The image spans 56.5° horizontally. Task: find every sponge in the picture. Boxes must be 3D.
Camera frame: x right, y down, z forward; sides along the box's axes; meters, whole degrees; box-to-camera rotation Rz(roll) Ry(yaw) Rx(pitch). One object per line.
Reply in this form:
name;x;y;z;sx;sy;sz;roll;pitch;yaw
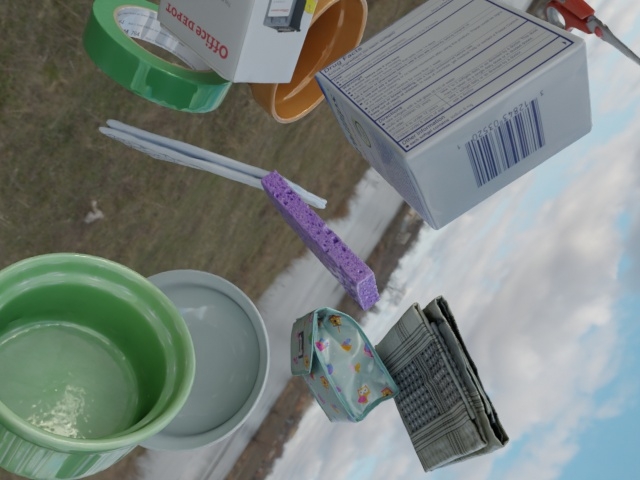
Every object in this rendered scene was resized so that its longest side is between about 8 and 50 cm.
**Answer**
sponge;0.000;0.000;0.822;0.031;0.210;0.117;-39;156;-6

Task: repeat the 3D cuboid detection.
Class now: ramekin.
ramekin;-0.345;0.179;0.835;0.148;0.303;0.303;-49;-179;33

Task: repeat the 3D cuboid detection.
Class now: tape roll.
tape roll;-0.342;-0.407;1.291;0.077;0.321;0.321;-54;178;30

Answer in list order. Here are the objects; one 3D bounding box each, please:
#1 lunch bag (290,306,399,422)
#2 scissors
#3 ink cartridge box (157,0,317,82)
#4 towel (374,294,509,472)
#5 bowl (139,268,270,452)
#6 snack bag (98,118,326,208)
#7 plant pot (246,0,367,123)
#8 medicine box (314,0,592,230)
lunch bag;0.030;0.281;1.378;0.160;0.262;0.223;-32;175;-21
scissors;0.367;-0.299;0.806;0.021;0.109;0.297;-25;-146;8
ink cartridge box;-0.105;-0.418;0.869;0.131;0.226;0.306;-14;138;-43
towel;0.225;0.306;1.231;0.056;0.312;0.324;-9;154;-24
bowl;-0.224;0.206;1.025;0.297;0.298;0.134;-57;168;-9
snack bag;-0.173;-0.126;1.084;0.342;0.323;0.037;12;97;-77
plant pot;-0.073;-0.413;1.194;0.291;0.203;0.291;-47;167;-15
medicine box;0.179;-0.203;0.851;0.264;0.289;0.149;-33;133;-1
